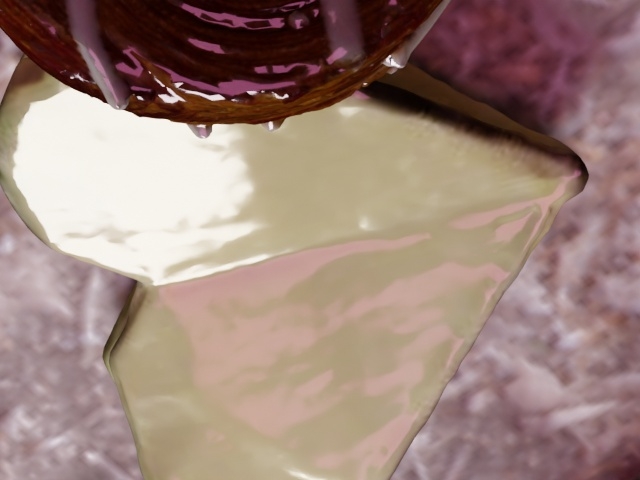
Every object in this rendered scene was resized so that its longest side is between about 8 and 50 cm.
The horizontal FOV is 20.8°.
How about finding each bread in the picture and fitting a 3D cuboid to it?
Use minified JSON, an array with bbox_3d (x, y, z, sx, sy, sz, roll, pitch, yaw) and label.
[{"bbox_3d":[-0.031,-0.108,0.464,0.160,0.073,0.160,0,91,0],"label":"bread"}]

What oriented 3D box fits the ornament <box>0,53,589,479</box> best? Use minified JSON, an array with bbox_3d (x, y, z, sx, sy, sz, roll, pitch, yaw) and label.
[{"bbox_3d":[0.000,0.000,0.575,0.180,0.059,0.201,-14,122,9],"label":"ornament"}]
